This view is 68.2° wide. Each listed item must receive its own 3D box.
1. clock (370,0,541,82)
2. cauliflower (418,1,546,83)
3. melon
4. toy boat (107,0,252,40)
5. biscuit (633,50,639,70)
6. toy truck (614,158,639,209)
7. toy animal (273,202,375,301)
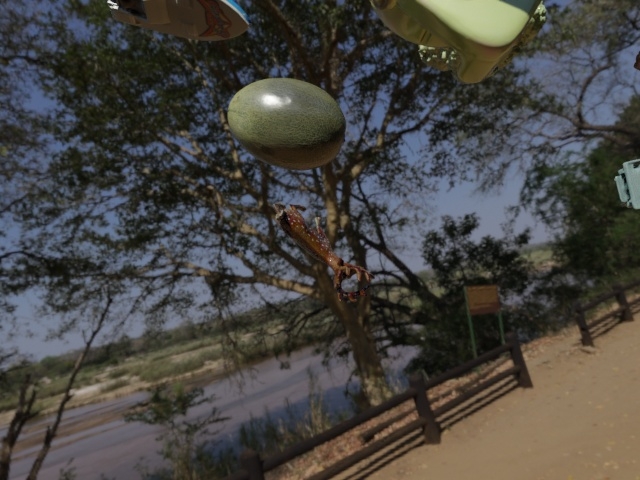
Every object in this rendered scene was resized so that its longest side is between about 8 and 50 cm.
[{"bbox_3d":[0.168,-0.392,0.689,0.234,0.308,0.096,-56,-2,-19],"label":"clock"},{"bbox_3d":[0.344,-0.500,1.103,0.281,0.260,0.327,28,-18,-26],"label":"cauliflower"},{"bbox_3d":[-0.036,-0.126,0.515,0.131,0.097,0.098,19,-8,3],"label":"melon"},{"bbox_3d":[-0.272,-0.449,0.899,0.296,0.088,0.129,17,-32,4],"label":"toy boat"},{"bbox_3d":[0.768,-0.358,0.948,0.284,0.043,0.306,10,33,15],"label":"biscuit"},{"bbox_3d":[0.646,-0.115,0.740,0.339,0.132,0.184,-9,-10,-21],"label":"toy truck"},{"bbox_3d":[-0.011,0.016,1.052,0.087,0.244,0.260,-54,19,16],"label":"toy animal"}]
